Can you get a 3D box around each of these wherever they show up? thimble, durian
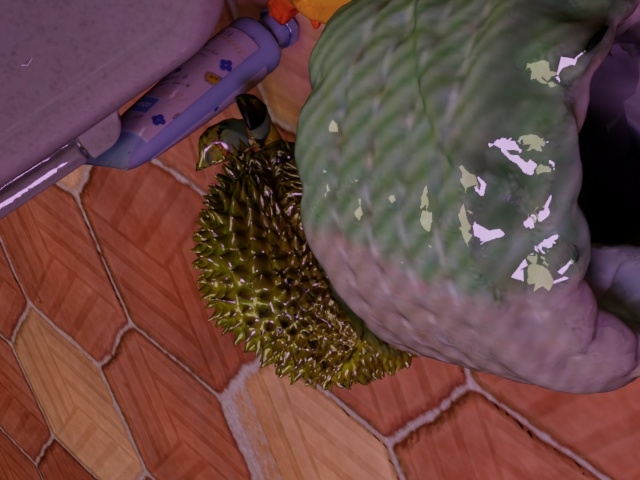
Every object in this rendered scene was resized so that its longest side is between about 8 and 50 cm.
[{"bbox_3d":[0.106,-0.036,0.561,0.150,0.219,0.219,12,126,46],"label":"thimble"},{"bbox_3d":[-0.003,0.015,0.794,0.198,0.159,0.146,22,166,19],"label":"durian"}]

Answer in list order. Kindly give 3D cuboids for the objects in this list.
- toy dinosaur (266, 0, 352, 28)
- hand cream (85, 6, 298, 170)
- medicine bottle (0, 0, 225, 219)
[{"bbox_3d":[0.047,-0.151,0.684,0.117,0.070,0.288,53,153,-13],"label":"toy dinosaur"},{"bbox_3d":[-0.081,-0.097,0.802,0.065,0.171,0.043,8,135,52],"label":"hand cream"},{"bbox_3d":[-0.257,-0.135,0.713,0.282,0.375,0.123,57,179,-25],"label":"medicine bottle"}]
